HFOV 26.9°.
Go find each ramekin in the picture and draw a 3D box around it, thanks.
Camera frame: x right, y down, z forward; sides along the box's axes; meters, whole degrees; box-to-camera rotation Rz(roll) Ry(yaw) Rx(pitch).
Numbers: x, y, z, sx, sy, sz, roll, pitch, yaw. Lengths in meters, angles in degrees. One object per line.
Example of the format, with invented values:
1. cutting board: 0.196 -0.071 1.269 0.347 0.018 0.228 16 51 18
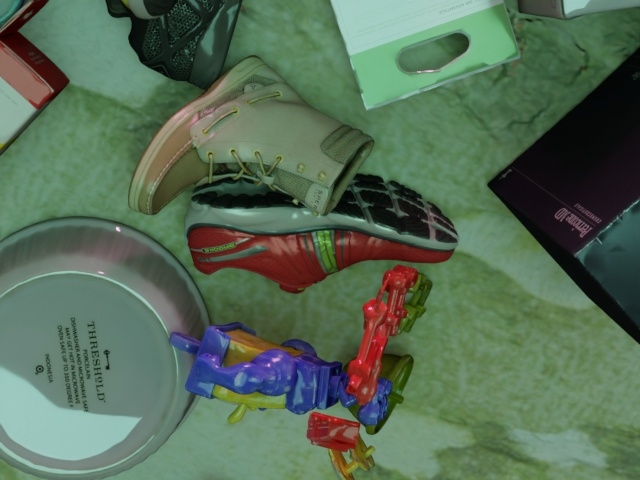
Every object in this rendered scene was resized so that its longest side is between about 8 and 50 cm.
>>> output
1. ramekin: -0.245 0.117 1.349 0.273 0.127 0.272 -1 102 -4

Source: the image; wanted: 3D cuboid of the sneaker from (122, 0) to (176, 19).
1. sneaker: -0.241 -0.362 1.166 0.147 0.145 0.384 -19 116 18

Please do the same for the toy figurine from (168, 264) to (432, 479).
1. toy figurine: -0.031 0.098 1.285 0.217 0.362 0.191 12 93 11

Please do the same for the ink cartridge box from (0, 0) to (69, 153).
1. ink cartridge box: -0.321 -0.125 1.288 0.078 0.134 0.231 43 96 -11

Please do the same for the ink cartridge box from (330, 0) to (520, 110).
1. ink cartridge box: 0.084 -0.268 1.331 0.171 0.056 0.235 -19 103 0

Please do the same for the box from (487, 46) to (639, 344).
1. box: 0.358 -0.065 1.250 0.312 0.343 0.179 -41 102 5

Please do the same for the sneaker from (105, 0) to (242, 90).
1. sneaker: -0.132 -0.270 1.298 0.130 0.087 0.227 15 106 -14

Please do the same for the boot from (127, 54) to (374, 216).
1. boot: -0.065 -0.070 1.284 0.165 0.077 0.213 35 59 13

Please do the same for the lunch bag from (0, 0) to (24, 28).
1. lunch bag: -0.384 -0.326 1.253 0.279 0.108 0.224 13 93 -9

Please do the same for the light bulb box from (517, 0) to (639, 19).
1. light bulb box: 0.349 -0.411 1.236 0.358 0.225 0.361 -9 102 -2

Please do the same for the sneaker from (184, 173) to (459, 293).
1. sneaker: 0.000 0.000 1.375 0.279 0.107 0.118 5 120 -3
